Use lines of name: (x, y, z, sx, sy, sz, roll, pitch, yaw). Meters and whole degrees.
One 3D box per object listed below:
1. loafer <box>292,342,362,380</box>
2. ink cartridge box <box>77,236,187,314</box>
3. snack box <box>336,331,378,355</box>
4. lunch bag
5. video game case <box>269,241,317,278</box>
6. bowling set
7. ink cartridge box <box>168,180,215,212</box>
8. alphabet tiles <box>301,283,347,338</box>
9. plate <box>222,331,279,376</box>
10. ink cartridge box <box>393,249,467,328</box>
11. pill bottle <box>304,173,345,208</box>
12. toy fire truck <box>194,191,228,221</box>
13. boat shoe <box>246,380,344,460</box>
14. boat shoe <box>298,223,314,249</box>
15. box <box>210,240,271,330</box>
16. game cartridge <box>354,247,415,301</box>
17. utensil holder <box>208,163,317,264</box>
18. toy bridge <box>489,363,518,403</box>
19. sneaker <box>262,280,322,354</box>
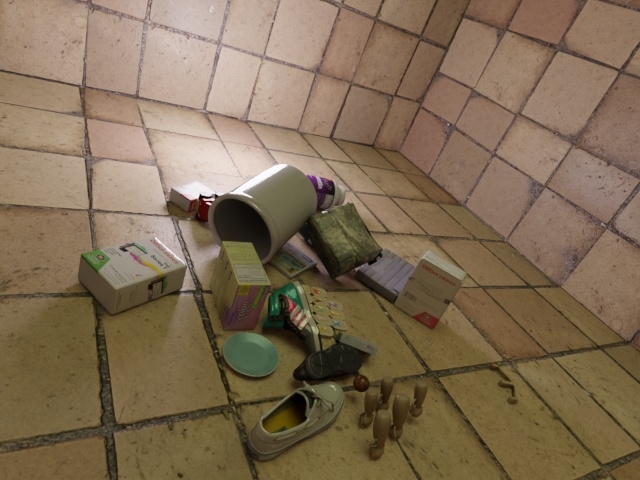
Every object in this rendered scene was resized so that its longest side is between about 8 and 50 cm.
loafer: (0.026, 0.415, 1.469, 0.303, 0.095, 0.108, 10, 52, -52)
ink cartridge box: (-0.633, 0.109, 1.489, 0.201, 0.117, 0.278, 36, 30, 22)
snack box: (0.134, 0.380, 1.614, 0.141, 0.037, 0.100, 21, -11, -1)
lunch bag: (0.111, -0.006, 1.980, 0.256, 0.212, 0.304, -26, 76, -16)
video game case: (-0.157, 0.075, 1.989, 0.227, 0.026, 0.206, 36, 31, 21)
bowling set: (0.194, 0.526, 1.390, 0.287, 0.153, 0.200, -11, 25, -44)
ink cartridge box: (-0.613, -0.211, 2.094, 0.128, 0.072, 0.175, 32, 30, 17)
alphabet tiles: (-0.029, 0.276, 1.743, 0.278, 0.021, 0.284, 14, 30, -16)
plate: (-0.228, 0.375, 1.427, 0.188, 0.024, 0.188, 18, 29, -11)
ink cartridge box: (0.488, 0.217, 1.941, 0.207, 0.282, 0.117, 32, 30, 15)
pill bottle: (-0.023, -0.279, 2.524, 0.323, 0.181, 0.181, 6, 33, -28)
toy fire truck: (-0.434, -0.105, 1.998, 0.217, 0.158, 0.246, -3, 27, -39)
boat shoe: (-0.045, 0.473, 1.253, 0.367, 0.156, 0.136, -11, 43, -45)
boat shoe: (0.000, 0.000, 2.136, 0.303, 0.114, 0.091, 31, 25, 15)
box: (-0.291, 0.157, 1.551, 0.118, 0.213, 0.243, 4, 33, -30)
game cartridge: (0.334, 0.162, 2.163, 0.230, 0.068, 0.355, 30, 29, 20)
utensil holder: (-0.231, -0.125, 1.887, 0.328, 0.327, 0.385, 30, 41, 13)
toy bridge: (0.757, 0.586, 1.778, 0.063, 0.026, 0.188, 15, 30, -17)
sneaker: (-0.113, 0.298, 1.545, 0.179, 0.123, 0.295, -15, 66, -16)
